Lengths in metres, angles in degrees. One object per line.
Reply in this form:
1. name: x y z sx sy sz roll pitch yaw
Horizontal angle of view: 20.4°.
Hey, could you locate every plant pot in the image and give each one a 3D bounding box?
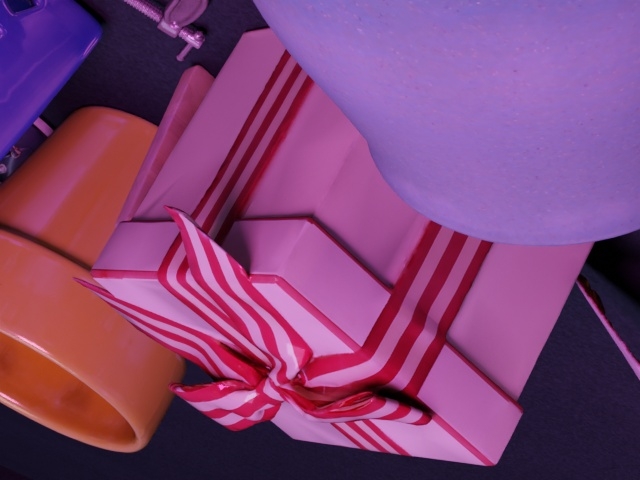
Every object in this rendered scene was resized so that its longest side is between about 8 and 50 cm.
1. plant pot: 0.081 -0.143 0.715 0.271 0.272 0.255 17 146 28
2. plant pot: -0.353 -0.140 1.404 0.212 0.236 0.236 45 155 -20
3. plant pot: -0.208 0.022 1.561 0.254 0.239 0.254 25 159 10

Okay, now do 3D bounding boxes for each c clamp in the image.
1. c clamp: -0.146 -0.190 1.300 0.160 0.022 0.137 34 159 -15

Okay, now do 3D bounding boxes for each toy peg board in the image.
1. toy peg board: -0.052 -0.033 1.366 0.079 0.161 0.161 -14 135 43

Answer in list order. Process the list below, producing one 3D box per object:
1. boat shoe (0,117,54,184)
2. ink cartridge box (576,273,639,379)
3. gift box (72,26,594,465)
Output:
1. boat shoe: -0.281 -0.059 1.691 0.095 0.079 0.254 8 151 44
2. ink cartridge box: 0.325 0.157 1.256 0.385 0.091 0.308 52 -173 -15
3. gift box: 0.000 0.000 1.225 0.276 0.258 0.255 38 157 -26
